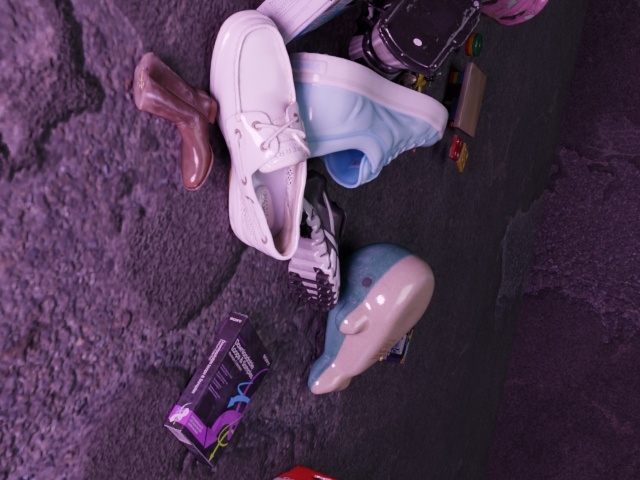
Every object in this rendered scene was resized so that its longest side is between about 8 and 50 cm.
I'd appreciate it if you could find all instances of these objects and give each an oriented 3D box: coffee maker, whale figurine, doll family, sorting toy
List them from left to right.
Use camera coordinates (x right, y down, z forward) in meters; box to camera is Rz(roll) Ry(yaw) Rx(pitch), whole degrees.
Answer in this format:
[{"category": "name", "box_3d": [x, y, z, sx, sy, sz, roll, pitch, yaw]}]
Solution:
[{"category": "whale figurine", "box_3d": [0.061, 0.121, 1.127, 0.272, 0.141, 0.216, -54, 156, 11]}, {"category": "doll family", "box_3d": [0.152, -0.248, 1.167, 0.111, 0.076, 0.193, -19, 124, -65]}, {"category": "coffee maker", "box_3d": [0.130, -0.286, 0.909, 0.171, 0.178, 0.120, -29, 104, -7]}, {"category": "sorting toy", "box_3d": [0.298, -0.287, 1.464, 0.132, 0.046, 0.275, 3, 99, -64]}]

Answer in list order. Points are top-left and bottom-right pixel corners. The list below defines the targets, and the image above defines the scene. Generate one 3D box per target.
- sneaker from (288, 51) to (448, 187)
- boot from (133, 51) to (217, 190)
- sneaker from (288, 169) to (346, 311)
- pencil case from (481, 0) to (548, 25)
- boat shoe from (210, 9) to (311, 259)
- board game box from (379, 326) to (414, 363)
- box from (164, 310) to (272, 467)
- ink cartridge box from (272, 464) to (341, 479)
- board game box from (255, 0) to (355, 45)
[{"category": "sneaker", "box_3d": [0.058, -0.146, 0.964, 0.365, 0.135, 0.150, 4, 99, -53]}, {"category": "boot", "box_3d": [-0.144, -0.111, 0.668, 0.114, 0.037, 0.107, 28, 64, -67]}, {"category": "sneaker", "box_3d": [0.000, 0.000, 0.965, 0.106, 0.078, 0.234, -54, 144, -34]}, {"category": "pencil case", "box_3d": [0.331, -0.516, 1.300, 0.386, 0.167, 0.160, -10, 78, -62]}, {"category": "boat shoe", "box_3d": [-0.051, -0.106, 0.762, 0.098, 0.096, 0.277, -22, 125, -27]}, {"category": "board game box", "box_3d": [0.145, 0.153, 1.367, 0.141, 0.048, 0.170, 27, 78, -62]}, {"category": "box", "box_3d": [-0.121, 0.186, 0.868, 0.162, 0.029, 0.116, -62, 151, -30]}, {"category": "ink cartridge box", "box_3d": [-0.037, 0.420, 1.027, 0.231, 0.134, 0.078, -3, 104, -63]}, {"category": "board game box", "box_3d": [0.068, -0.340, 0.823, 0.053, 0.193, 0.305, 53, 43, -9]}]
